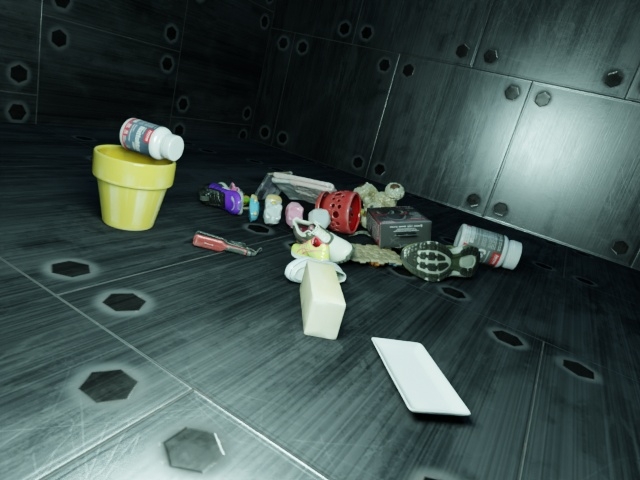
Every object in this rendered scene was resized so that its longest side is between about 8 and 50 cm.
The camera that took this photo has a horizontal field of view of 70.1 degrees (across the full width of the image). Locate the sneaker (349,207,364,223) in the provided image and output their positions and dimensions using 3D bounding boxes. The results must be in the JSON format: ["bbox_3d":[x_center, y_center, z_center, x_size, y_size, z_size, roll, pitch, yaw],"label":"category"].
[{"bbox_3d":[0.205,-0.140,2.353,0.240,0.091,0.126,-3,24,-42],"label":"sneaker"}]

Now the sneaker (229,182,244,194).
[{"bbox_3d":[-0.418,-0.251,2.280,0.057,0.047,0.119,20,14,-40],"label":"sneaker"}]

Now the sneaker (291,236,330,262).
[{"bbox_3d":[-0.029,0.029,1.606,0.081,0.094,0.208,-1,12,-39],"label":"sneaker"}]

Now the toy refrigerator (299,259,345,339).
[{"bbox_3d":[0.004,0.154,1.256,0.094,0.102,0.269,12,17,-9],"label":"toy refrigerator"}]

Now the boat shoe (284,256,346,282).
[{"bbox_3d":[-0.006,0.100,1.446,0.226,0.083,0.075,-2,23,-44],"label":"boat shoe"}]

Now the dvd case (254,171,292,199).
[{"bbox_3d":[-0.239,-0.274,2.292,0.018,0.165,0.221,42,25,14],"label":"dvd case"}]

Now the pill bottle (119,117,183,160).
[{"bbox_3d":[-0.543,-0.322,1.476,0.180,0.108,0.108,19,18,14],"label":"pill bottle"}]

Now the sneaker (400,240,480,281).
[{"bbox_3d":[0.458,0.081,1.856,0.410,0.158,0.182,7,0,-33],"label":"sneaker"}]

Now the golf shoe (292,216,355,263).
[{"bbox_3d":[0.000,0.000,1.665,0.272,0.105,0.120,21,-27,34],"label":"golf shoe"}]

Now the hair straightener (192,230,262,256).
[{"bbox_3d":[-0.311,0.007,1.544,0.230,0.047,0.089,10,18,-14],"label":"hair straightener"}]

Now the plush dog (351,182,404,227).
[{"bbox_3d":[0.274,-0.140,2.198,0.262,0.211,0.225,6,50,34],"label":"plush dog"}]

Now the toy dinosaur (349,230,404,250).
[{"bbox_3d":[0.274,-0.016,2.082,0.268,0.064,0.118,16,24,14],"label":"toy dinosaur"}]

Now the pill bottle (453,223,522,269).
[{"bbox_3d":[0.792,0.035,2.172,0.283,0.161,0.161,17,17,7],"label":"pill bottle"}]

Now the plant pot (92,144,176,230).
[{"bbox_3d":[-0.628,-0.171,1.517,0.253,0.239,0.254,14,17,-4],"label":"plant pot"}]

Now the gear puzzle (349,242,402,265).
[{"bbox_3d":[0.155,0.063,1.777,0.338,0.044,0.175,4,22,-23],"label":"gear puzzle"}]

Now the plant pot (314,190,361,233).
[{"bbox_3d":[0.077,-0.131,2.060,0.174,0.191,0.191,7,13,23],"label":"plant pot"}]

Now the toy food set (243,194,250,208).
[{"bbox_3d":[-0.391,-0.195,2.121,0.192,0.039,0.132,29,22,38],"label":"toy food set"}]

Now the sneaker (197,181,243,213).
[{"bbox_3d":[-0.439,-0.177,1.949,0.146,0.102,0.293,-4,20,-36],"label":"sneaker"}]

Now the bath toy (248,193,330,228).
[{"bbox_3d":[-0.132,-0.109,1.945,0.348,0.152,0.129,11,-26,-8],"label":"bath toy"}]

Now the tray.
[{"bbox_3d":[0.218,0.315,1.054,0.145,0.030,0.270,9,18,-15],"label":"tray"}]

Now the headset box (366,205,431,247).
[{"bbox_3d":[0.330,-0.058,1.939,0.217,0.110,0.293,-3,19,-5],"label":"headset box"}]

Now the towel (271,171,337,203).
[{"bbox_3d":[-0.055,-0.239,2.278,0.316,0.054,0.332,13,-8,14],"label":"towel"}]
